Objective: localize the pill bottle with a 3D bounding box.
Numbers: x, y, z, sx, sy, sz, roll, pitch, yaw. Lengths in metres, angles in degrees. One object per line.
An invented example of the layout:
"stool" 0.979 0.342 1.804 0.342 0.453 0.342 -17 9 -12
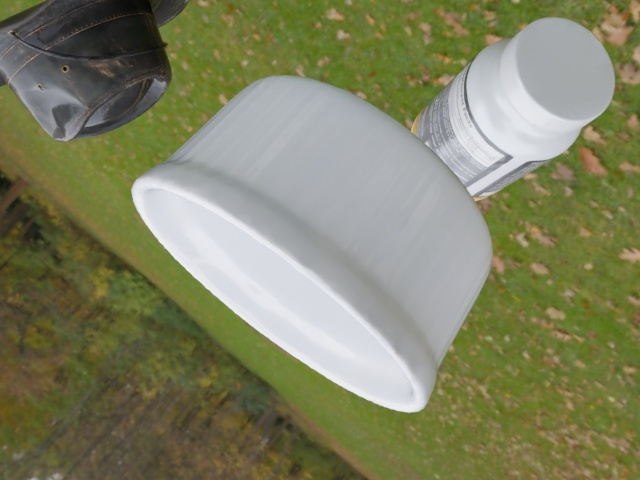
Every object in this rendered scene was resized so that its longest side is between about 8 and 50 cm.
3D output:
"pill bottle" 0.237 -0.161 0.969 0.162 0.162 0.278 41 158 -4

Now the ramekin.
"ramekin" 0.000 0.000 0.598 0.277 0.135 0.277 33 162 12

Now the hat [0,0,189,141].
"hat" -0.277 -0.199 0.902 0.133 0.332 0.331 67 162 -9
